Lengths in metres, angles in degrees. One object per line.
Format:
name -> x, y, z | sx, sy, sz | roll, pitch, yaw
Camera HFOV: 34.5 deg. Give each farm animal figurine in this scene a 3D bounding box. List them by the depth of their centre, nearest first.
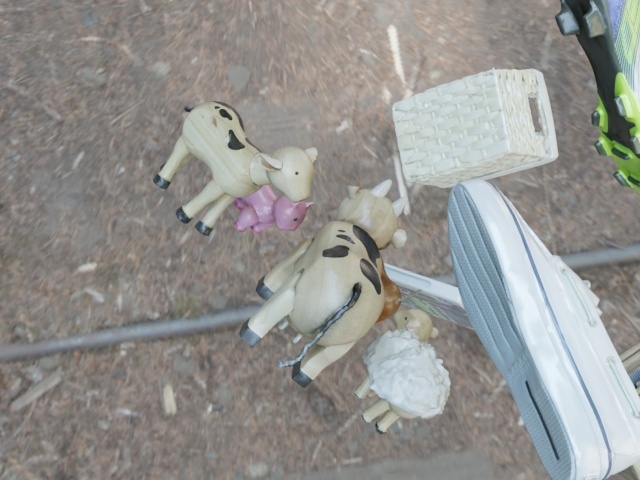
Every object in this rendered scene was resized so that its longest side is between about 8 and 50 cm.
farm animal figurine -> 0.000, 0.000, 1.068 | 0.330, 0.326, 0.172 | 34, 114, -27

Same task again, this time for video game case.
video game case -> 0.145, 0.077, 1.401 | 0.173, 0.190, 0.022 | 19, 81, 31

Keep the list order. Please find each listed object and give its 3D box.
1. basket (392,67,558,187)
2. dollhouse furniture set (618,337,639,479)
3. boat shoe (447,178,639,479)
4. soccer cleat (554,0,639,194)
basket -> 0.179, -0.131, 1.224 | 0.167, 0.103, 0.113 | -15, 83, 42
dollhouse furniture set -> 0.358, 0.221, 1.066 | 0.129, 0.129, 0.183 | -31, 110, -10
boat shoe -> 0.158, 0.057, 0.718 | 0.076, 0.083, 0.226 | -12, 72, -18
soccer cleat -> 0.309, -0.162, 0.976 | 0.121, 0.093, 0.289 | -30, 114, -10
